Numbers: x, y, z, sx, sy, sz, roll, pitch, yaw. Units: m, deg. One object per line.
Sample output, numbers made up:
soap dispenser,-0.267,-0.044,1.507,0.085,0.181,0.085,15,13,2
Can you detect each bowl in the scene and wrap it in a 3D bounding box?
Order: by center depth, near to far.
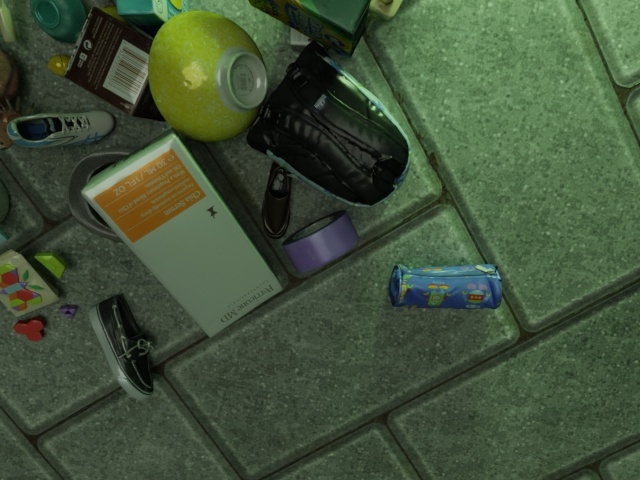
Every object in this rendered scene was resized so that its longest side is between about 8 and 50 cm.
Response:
bowl,-0.212,-0.358,0.923,0.156,0.289,0.290,18,105,36

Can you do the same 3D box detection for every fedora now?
fedora,-0.485,-0.121,1.072,0.275,0.124,0.244,4,105,-14

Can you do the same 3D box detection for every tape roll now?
tape roll,0.000,0.000,1.067,0.188,0.189,0.080,-27,102,6

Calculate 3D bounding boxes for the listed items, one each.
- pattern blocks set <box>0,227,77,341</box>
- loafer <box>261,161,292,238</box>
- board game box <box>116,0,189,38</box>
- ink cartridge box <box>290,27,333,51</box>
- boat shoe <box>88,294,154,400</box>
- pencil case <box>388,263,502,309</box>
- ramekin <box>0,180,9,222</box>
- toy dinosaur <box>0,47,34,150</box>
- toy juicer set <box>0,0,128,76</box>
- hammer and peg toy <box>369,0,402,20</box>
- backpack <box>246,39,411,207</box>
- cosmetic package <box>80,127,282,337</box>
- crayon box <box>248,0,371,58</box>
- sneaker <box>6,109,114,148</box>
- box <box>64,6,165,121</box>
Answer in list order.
pattern blocks set,-0.832,0.124,1.128,0.285,0.026,0.325,-35,119,7
loafer,-0.120,-0.108,1.100,0.080,0.078,0.220,5,102,-1
board game box,-0.368,-0.635,0.896,0.079,0.254,0.337,-2,103,0
ink cartridge box,0.004,-0.530,1.014,0.150,0.063,0.109,2,101,1
boat shoe,-0.540,0.303,1.178,0.104,0.113,0.307,-27,85,0
pencil case,0.343,0.123,1.126,0.305,0.119,0.133,0,132,0
ramekin,-0.945,-0.107,1.089,0.207,0.109,0.207,0,103,0
toy dinosaur,-0.806,-0.377,1.024,0.200,0.127,0.296,11,98,-2
toy juicer set,-0.654,-0.526,1.017,0.328,0.090,0.209,23,120,-7
hammer and peg toy,0.140,-0.709,0.911,0.265,0.127,0.362,29,89,-9
backpack,0.055,-0.239,1.002,0.355,0.273,0.290,37,98,13
cosmetic package,-0.312,-0.011,1.000,0.230,0.161,0.453,-34,118,-5
crayon box,-0.057,-0.524,0.881,0.322,0.203,0.083,28,101,-3
sneaker,-0.634,-0.279,1.021,0.237,0.086,0.085,-21,102,-31
box,-0.443,-0.401,0.973,0.166,0.203,0.169,29,101,-6
